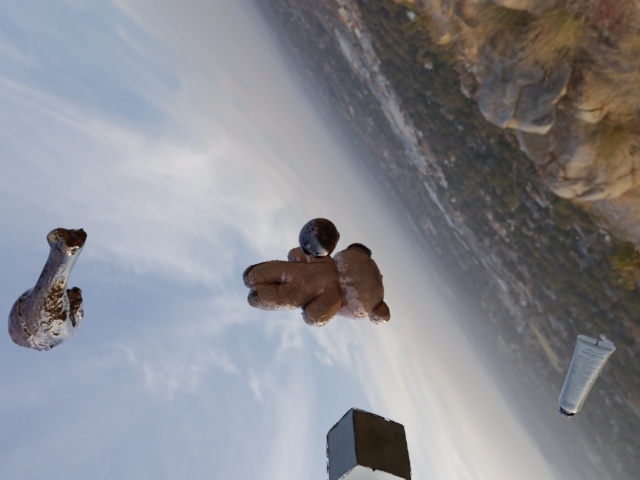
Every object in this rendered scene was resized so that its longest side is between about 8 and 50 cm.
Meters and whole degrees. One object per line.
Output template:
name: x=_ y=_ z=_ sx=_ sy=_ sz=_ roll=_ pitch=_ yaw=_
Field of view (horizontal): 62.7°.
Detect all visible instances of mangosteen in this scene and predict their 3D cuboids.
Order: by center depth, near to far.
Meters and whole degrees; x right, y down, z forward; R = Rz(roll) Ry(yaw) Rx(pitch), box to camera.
mangosteen: x=-0.002 y=-0.002 z=1.005 sx=0.081 sy=0.081 sz=0.081 roll=57 pitch=-175 yaw=-8

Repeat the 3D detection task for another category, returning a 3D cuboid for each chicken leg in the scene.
chicken leg: x=-0.479 y=0.117 z=0.945 sx=0.096 sy=0.407 sz=0.158 roll=32 pitch=-130 yaw=-5

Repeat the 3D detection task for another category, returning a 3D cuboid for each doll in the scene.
doll: x=-0.014 y=0.108 z=1.115 sx=0.156 sy=0.303 sz=0.201 roll=106 pitch=157 yaw=-51

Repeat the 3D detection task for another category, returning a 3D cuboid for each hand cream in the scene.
hand cream: x=0.515 y=0.270 z=1.038 sx=0.067 sy=0.194 sz=0.042 roll=22 pitch=-148 yaw=26

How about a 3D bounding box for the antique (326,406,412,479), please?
antique: x=0.100 y=0.492 z=1.189 sx=0.152 sy=0.148 sz=0.146 roll=24 pitch=-146 yaw=-17
